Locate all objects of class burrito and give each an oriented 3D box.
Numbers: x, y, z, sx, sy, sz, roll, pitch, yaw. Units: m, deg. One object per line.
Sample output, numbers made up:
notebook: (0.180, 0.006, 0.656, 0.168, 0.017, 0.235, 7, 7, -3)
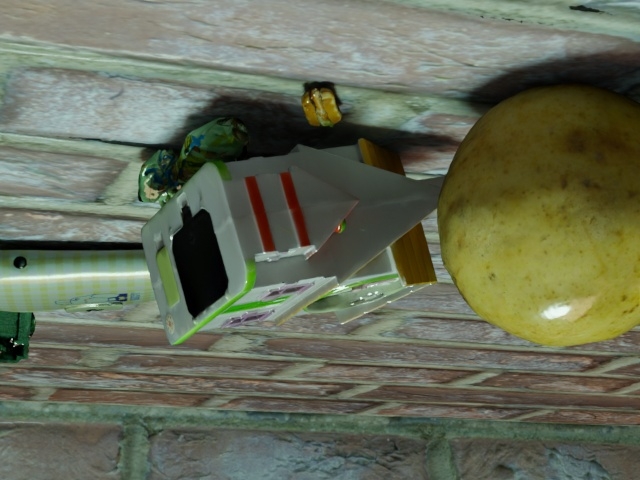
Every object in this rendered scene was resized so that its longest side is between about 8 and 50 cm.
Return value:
burrito: (-0.146, -0.073, 1.636, 0.104, 0.054, 0.288, 3, 166, -12)

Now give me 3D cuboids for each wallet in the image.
wallet: (-0.323, 0.054, 2.118, 0.309, 0.077, 0.223, -1, 166, -10)

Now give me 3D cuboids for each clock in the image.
clock: (0.000, 0.000, 1.597, 0.309, 0.166, 0.235, -10, 166, -29)

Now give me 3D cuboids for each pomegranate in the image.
pomegranate: (0.239, -0.025, 1.446, 0.260, 0.260, 0.260, -1, 166, 0)

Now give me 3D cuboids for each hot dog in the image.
hot dog: (0.001, -0.134, 1.472, 0.037, 0.021, 0.083, -12, 164, 2)

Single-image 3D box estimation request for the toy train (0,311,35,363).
toy train: (-0.595, 0.116, 2.220, 0.330, 0.139, 0.178, 8, 168, -28)
